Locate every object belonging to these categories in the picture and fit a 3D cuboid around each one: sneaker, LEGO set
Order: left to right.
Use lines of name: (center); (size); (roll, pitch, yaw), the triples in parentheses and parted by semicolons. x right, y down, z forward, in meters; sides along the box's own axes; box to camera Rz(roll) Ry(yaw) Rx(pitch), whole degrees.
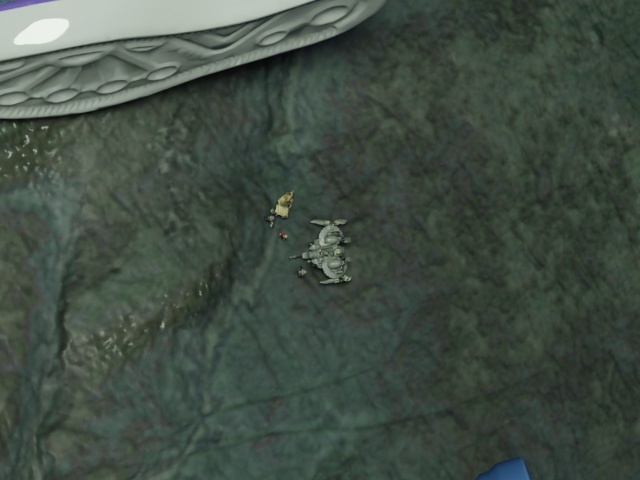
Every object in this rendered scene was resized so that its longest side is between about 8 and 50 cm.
sneaker: (-0.128, -0.224, 0.974); (0.323, 0.130, 0.236); (-16, 78, -16)
LEGO set: (-0.002, 0.001, 1.078); (0.083, 0.023, 0.054); (28, 75, -26)

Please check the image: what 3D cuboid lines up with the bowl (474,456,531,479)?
bowl: (0.160, 0.337, 0.981); (0.077, 0.391, 0.391); (-18, 99, 5)
